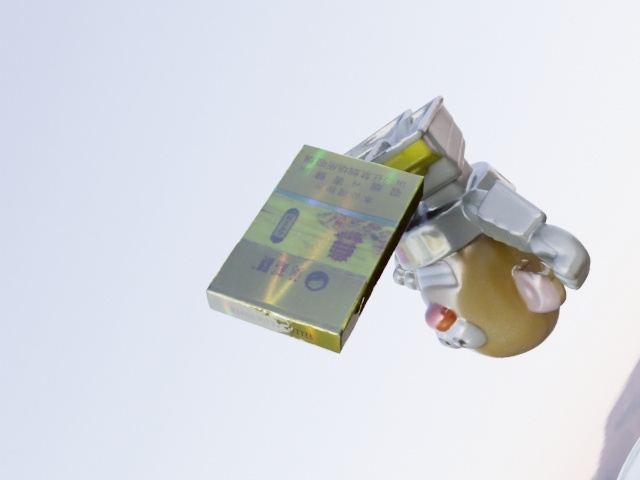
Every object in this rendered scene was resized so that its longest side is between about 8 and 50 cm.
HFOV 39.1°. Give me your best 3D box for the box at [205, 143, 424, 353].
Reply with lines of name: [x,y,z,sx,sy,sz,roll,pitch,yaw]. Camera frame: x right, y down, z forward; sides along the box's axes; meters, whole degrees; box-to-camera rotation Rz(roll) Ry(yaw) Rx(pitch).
box: [0.000,0.000,0.780,0.030,0.121,0.193,87,-154,-47]

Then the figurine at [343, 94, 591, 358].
figurine: [0.148,0.001,0.964,0.167,0.285,0.342,-38,12,2]

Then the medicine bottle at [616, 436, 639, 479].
medicine bottle: [0.341,0.193,0.564,0.165,0.273,0.165,-49,-15,-18]
